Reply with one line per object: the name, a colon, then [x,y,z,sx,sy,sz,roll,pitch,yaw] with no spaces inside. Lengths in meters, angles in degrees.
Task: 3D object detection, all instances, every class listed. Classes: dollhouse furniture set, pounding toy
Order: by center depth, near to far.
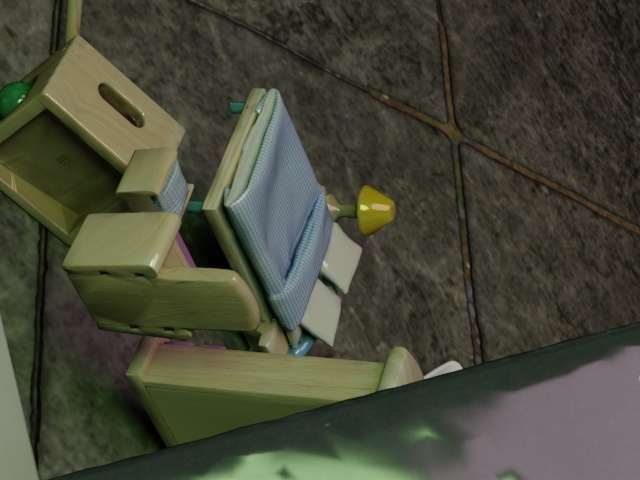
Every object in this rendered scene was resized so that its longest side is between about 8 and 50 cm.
dollhouse furniture set: [0.000,0.000,1.091,0.286,0.198,0.303,69,31,-45]
pounding toy: [-0.184,-0.095,1.095,0.141,0.130,0.100,42,42,-22]

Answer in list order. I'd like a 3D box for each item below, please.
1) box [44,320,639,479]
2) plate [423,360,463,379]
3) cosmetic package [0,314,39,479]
box: [0.029,0.340,0.770,0.472,0.297,0.479,-13,75,-16]
plate: [0.094,0.269,1.247,0.277,0.045,0.278,-22,84,-52]
cosmetic package: [-0.265,0.074,0.907,0.107,0.127,0.237,-3,72,-48]
